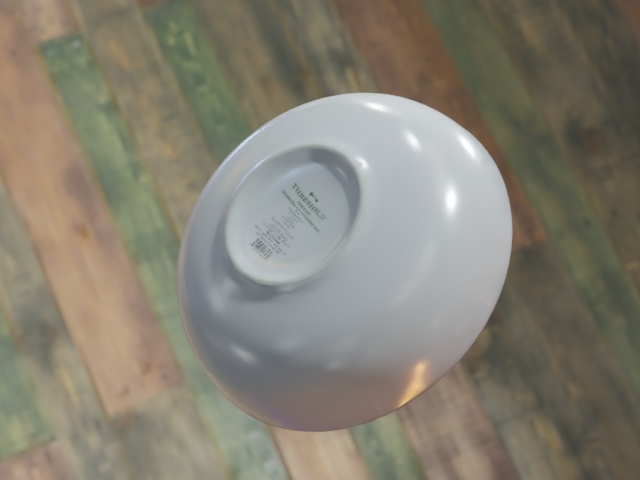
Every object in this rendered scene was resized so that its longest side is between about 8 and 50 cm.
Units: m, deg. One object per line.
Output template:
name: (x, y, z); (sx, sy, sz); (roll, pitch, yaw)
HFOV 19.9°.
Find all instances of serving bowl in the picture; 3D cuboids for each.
serving bowl: (0.000, 0.000, 0.414); (0.027, 0.083, 0.083); (42, 8, -50)
